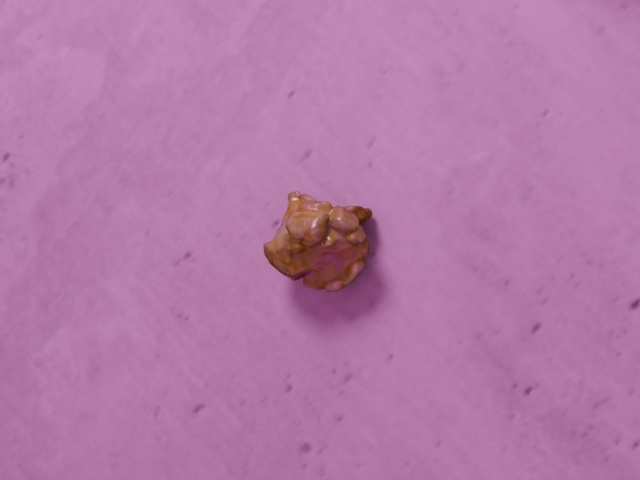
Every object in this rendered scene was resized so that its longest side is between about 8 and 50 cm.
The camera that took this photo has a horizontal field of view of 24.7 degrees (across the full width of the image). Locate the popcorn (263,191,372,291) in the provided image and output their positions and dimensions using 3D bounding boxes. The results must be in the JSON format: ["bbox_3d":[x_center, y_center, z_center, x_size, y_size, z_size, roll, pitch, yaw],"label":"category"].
[{"bbox_3d":[-0.001,0.001,1.457,0.109,0.089,0.097,-33,115,27],"label":"popcorn"}]
